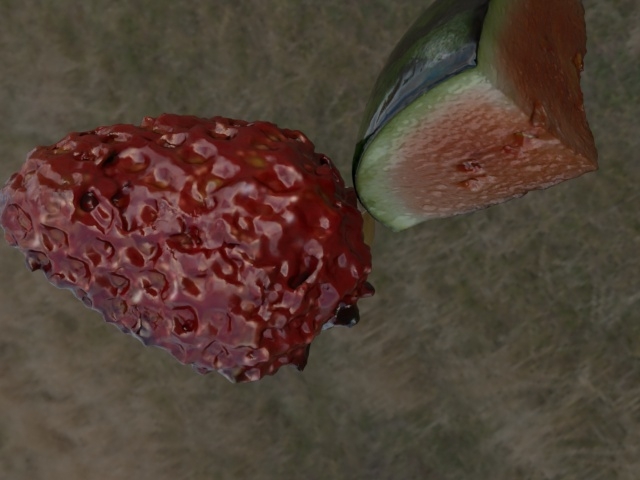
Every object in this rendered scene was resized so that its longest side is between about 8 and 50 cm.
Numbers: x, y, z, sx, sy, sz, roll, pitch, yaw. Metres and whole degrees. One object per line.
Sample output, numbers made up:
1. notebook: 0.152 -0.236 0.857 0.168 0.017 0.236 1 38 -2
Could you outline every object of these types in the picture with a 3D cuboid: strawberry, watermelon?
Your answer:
1. strawberry: -0.071 -0.021 0.701 0.111 0.236 0.190 -50 34 47
2. watermelon: 0.090 -0.102 0.648 0.193 0.137 0.145 114 161 -66

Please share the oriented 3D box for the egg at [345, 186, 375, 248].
1. egg: 0.000 0.000 0.890 0.080 0.080 0.096 41 113 38
